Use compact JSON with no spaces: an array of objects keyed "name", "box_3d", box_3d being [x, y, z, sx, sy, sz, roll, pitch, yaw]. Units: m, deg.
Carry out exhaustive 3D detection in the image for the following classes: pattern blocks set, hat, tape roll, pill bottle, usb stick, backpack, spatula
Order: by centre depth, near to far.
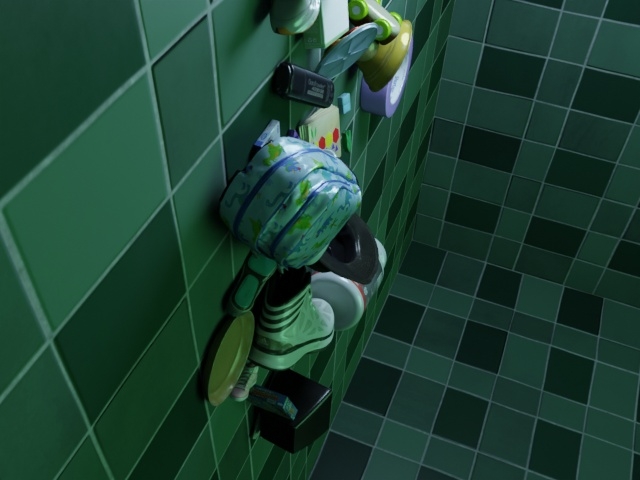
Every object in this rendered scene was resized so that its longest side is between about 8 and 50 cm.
[{"name":"backpack","box_3d":[-0.060,-0.076,1.429,0.290,0.273,0.355,-45,152,4]},{"name":"usb stick","box_3d":[-0.032,-0.346,1.553,0.278,0.045,0.077,-13,111,-68]},{"name":"pattern blocks set","box_3d":[-0.001,-0.255,1.759,0.325,0.026,0.285,-30,125,-57]},{"name":"hat","box_3d":[0.000,0.000,1.819,0.134,0.331,0.331,-36,-174,30]},{"name":"spatula","box_3d":[-0.159,0.513,2.196,0.168,0.019,0.242,59,50,-71]},{"name":"tape roll","box_3d":[0.215,-0.541,2.227,0.275,0.090,0.275,17,90,-77]},{"name":"pill bottle","box_3d":[0.090,0.126,2.299,0.363,0.210,0.210,-51,155,-58]}]

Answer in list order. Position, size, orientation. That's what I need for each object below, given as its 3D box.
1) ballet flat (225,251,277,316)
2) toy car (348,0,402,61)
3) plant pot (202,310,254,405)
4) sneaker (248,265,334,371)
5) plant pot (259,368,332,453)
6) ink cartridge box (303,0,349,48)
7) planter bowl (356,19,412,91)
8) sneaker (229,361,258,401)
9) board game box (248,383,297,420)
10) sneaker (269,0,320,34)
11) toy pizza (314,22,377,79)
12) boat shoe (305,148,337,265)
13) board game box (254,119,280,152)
[{"name":"ballet flat","box_3d":[-0.161,0.089,1.611,0.068,0.072,0.213,-46,-168,52]},{"name":"toy car","box_3d":[0.102,-0.530,1.802,0.188,0.149,0.155,-49,-179,31]},{"name":"plant pot","box_3d":[-0.221,0.273,1.634,0.236,0.032,0.236,17,90,-77]},{"name":"sneaker","box_3d":[-0.042,0.176,1.926,0.447,0.169,0.258,-27,134,-68]},{"name":"plant pot","box_3d":[-0.088,0.535,2.118,0.167,0.187,0.188,-43,147,-47]},{"name":"ink cartridge box","box_3d":[0.010,-0.551,1.490,0.171,0.056,0.235,-54,144,-54]},{"name":"planter bowl","box_3d":[0.157,-0.534,1.928,0.217,0.090,0.217,-48,-150,41]},{"name":"sneaker","box_3d":[-0.198,0.360,1.793,0.134,0.051,0.070,-46,149,-68]},{"name":"board game box","box_3d":[-0.144,0.448,1.929,0.201,0.136,0.035,74,36,-65]},{"name":"sneaker","box_3d":[-0.047,-0.506,1.274,0.121,0.099,0.262,57,43,-63]},{"name":"toy pizza","box_3d":[0.054,-0.456,1.659,0.201,0.032,0.201,-38,175,-4]},{"name":"boat shoe","box_3d":[0.005,-0.073,1.667,0.094,0.109,0.302,48,50,-56]},{"name":"board game box","box_3d":[-0.114,-0.201,1.498,0.090,0.020,0.090,90,24,-50]}]
